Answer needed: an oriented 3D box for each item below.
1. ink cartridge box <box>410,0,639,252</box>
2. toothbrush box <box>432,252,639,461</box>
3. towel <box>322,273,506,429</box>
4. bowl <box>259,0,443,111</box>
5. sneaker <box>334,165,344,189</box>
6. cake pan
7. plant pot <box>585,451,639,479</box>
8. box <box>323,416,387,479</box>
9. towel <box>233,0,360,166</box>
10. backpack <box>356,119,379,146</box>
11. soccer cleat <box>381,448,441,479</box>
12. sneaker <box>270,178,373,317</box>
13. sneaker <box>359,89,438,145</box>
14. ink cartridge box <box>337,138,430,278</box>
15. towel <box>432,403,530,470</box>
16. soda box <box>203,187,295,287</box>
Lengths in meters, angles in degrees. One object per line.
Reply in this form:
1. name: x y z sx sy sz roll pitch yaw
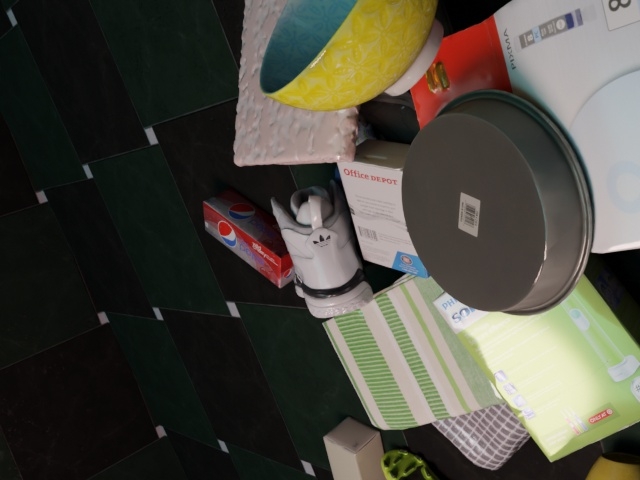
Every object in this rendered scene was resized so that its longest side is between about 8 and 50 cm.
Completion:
1. ink cartridge box: 0.263 -0.135 0.860 0.384 0.091 0.308 -12 95 43
2. toothbrush box: 0.334 0.132 1.030 0.206 0.122 0.283 -41 82 32
3. towel: 0.148 0.195 1.250 0.324 0.038 0.248 -35 79 49
4. bowl: 0.063 -0.273 0.930 0.156 0.290 0.289 28 154 -24
5. sneaker: 0.118 -0.119 1.213 0.232 0.081 0.091 16 126 36
6. cake pan: 0.202 -0.038 0.911 0.293 0.054 0.293 34 132 47
7. plant pot: 0.466 0.382 1.120 0.134 0.134 0.095 1 88 51
8. box: 0.098 0.566 1.728 0.113 0.094 0.275 16 126 44
9. towel: -0.035 -0.284 1.173 0.317 0.053 0.332 3 89 54
10. backpack: 0.025 -0.181 1.245 0.105 0.114 0.084 -5 111 54
11. soccer cleat: 0.240 0.552 1.544 0.289 0.093 0.121 27 141 39
12. sneaker: 0.000 0.000 1.320 0.366 0.137 0.210 -127 21 -80
13. sneaker: 0.158 -0.189 1.105 0.286 0.109 0.130 37 150 39
14. ink cartridge box: 0.117 -0.051 1.127 0.139 0.082 0.191 17 132 44
15. towel: 0.256 0.236 1.262 0.283 0.121 0.235 43 141 23
16. soda box: -0.147 -0.011 1.615 0.263 0.083 0.092 35 139 30
